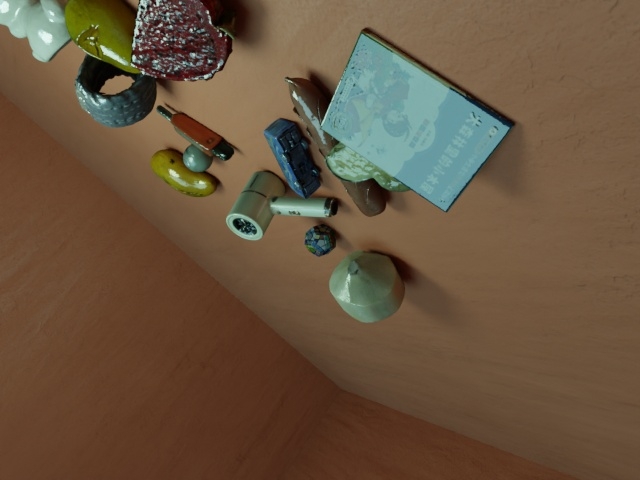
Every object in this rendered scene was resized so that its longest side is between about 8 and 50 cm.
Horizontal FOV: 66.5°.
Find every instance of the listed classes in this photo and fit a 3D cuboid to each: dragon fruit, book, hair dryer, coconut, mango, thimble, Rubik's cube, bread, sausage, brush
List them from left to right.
[{"bbox_3d":[-0.566,-0.561,1.322,0.262,0.167,0.130,34,173,-1],"label":"mango"},{"bbox_3d":[-0.605,-0.467,1.449,0.205,0.236,0.172,47,161,1],"label":"thimble"},{"bbox_3d":[-0.548,-0.255,1.947,0.295,0.120,0.177,34,160,10],"label":"mango"},{"bbox_3d":[-0.278,-0.482,1.066,0.205,0.152,0.317,25,148,-18],"label":"dragon fruit"},{"bbox_3d":[-0.419,-0.357,1.616,0.323,0.070,0.051,36,157,13],"label":"brush"},{"bbox_3d":[-0.097,-0.105,1.509,0.362,0.203,0.128,5,142,27],"label":"hair dryer"},{"bbox_3d":[0.000,0.000,1.645,0.093,0.111,0.111,18,171,-33],"label":"Rubik's cube"},{"bbox_3d":[0.048,-0.211,1.163,0.088,0.088,0.433,10,146,49],"label":"sausage"},{"bbox_3d":[0.149,0.139,1.540,0.241,0.241,0.241,32,158,15],"label":"coconut"},{"bbox_3d":[0.122,-0.192,1.059,0.232,0.064,0.172,12,134,12],"label":"bread"},{"bbox_3d":[0.166,-0.219,0.935,0.322,0.018,0.228,35,136,7],"label":"book"}]

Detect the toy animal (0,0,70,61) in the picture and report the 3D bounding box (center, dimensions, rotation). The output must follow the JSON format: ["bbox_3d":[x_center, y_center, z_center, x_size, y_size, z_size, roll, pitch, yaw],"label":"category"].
[{"bbox_3d":[-0.868,-0.722,1.415,0.368,0.196,0.241,43,151,-18],"label":"toy animal"}]

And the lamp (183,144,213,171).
[{"bbox_3d":[-0.429,-0.291,1.714,0.105,0.105,0.105,32,158,15],"label":"lamp"}]

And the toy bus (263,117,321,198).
[{"bbox_3d":[-0.073,-0.224,1.343,0.094,0.079,0.236,42,165,38],"label":"toy bus"}]
